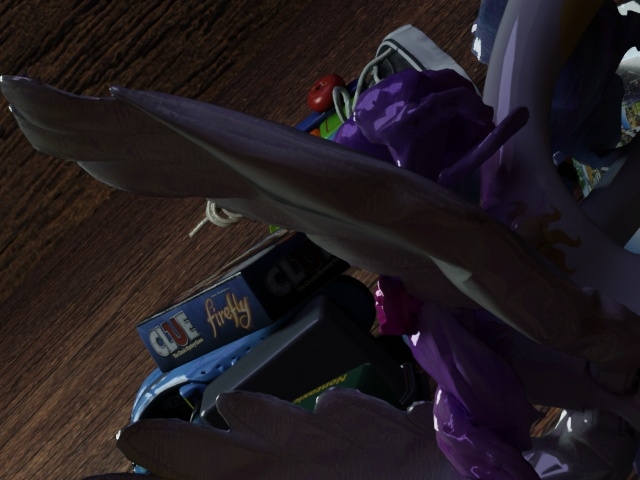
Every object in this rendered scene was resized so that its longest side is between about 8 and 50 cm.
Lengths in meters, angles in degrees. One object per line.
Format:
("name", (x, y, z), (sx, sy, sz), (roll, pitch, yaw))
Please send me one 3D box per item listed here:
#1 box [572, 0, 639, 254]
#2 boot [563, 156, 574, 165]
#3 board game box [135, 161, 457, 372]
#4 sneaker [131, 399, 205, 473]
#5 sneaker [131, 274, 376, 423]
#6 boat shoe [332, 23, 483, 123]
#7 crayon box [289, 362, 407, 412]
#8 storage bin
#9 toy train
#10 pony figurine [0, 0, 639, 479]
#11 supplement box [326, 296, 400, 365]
("box", (0.204, -0.053, 0.978), (0.044, 0.159, 0.233), (-16, 0, -25))
("boot", (0.147, -0.056, 1.450), (0.152, 0.073, 0.197), (-47, 11, 17))
("board game box", (0.000, 0.000, 1.400), (0.243, 0.042, 0.165), (-35, 4, -35))
("sneaker", (-0.118, 0.166, 1.450), (0.162, 0.073, 0.063), (-37, 12, 25))
("sneaker", (-0.051, 0.097, 1.459), (0.209, 0.069, 0.082), (-28, 11, 22))
("boat shoe", (0.073, -0.112, 1.765), (0.105, 0.113, 0.306), (-26, 20, -2))
("crayon box", (-0.121, 0.248, 0.974), (0.363, 0.106, 0.313), (-30, 16, 26))
("storage bin", (-0.011, 0.107, 1.274), (0.135, 0.091, 0.098), (-41, 11, 10))
("toy train", (-0.032, -0.038, 1.908), (0.248, 0.105, 0.143), (-38, 25, 18))
("pony figurine", (0.086, 0.028, 0.737), (0.302, 0.351, 0.363), (84, -150, -48))
("supplement box", (0.000, 0.091, 1.381), (0.083, 0.056, 0.083), (-43, 11, -5))
